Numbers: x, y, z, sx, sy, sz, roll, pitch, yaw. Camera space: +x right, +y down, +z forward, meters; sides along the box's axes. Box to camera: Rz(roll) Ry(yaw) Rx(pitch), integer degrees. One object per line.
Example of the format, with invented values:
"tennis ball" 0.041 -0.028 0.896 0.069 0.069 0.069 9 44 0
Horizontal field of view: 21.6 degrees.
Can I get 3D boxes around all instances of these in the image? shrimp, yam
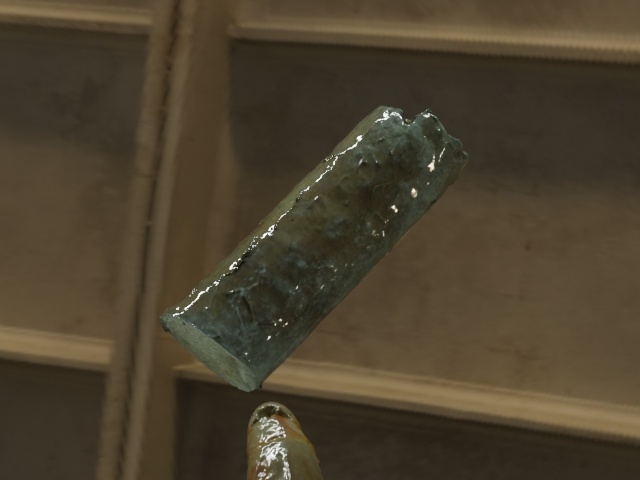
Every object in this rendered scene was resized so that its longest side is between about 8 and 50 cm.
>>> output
"shrimp" -0.019 0.237 1.303 0.062 0.294 0.154 -10 -65 1
"yam" 0.000 0.000 1.282 0.093 0.093 0.259 40 -106 15
